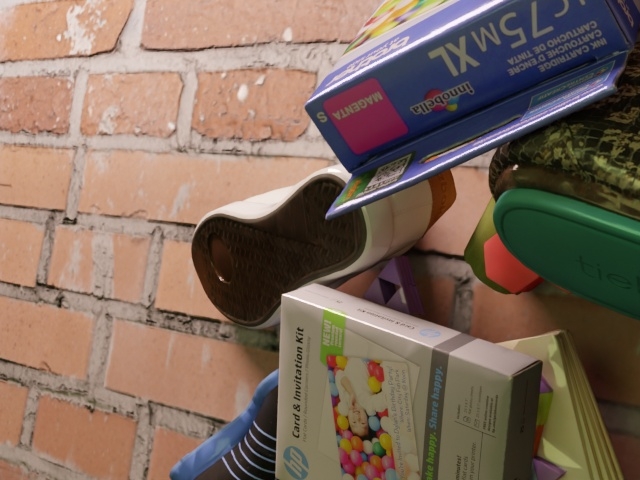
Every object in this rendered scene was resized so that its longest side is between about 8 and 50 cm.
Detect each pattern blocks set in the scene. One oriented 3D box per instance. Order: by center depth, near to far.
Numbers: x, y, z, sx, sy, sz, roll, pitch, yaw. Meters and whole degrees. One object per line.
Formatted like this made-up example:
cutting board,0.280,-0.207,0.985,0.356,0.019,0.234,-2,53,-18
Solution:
pattern blocks set,0.124,0.150,0.642,0.285,0.026,0.325,-37,71,39

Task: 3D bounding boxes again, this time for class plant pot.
plant pot,0.140,-0.007,0.684,0.083,0.083,0.079,56,128,31

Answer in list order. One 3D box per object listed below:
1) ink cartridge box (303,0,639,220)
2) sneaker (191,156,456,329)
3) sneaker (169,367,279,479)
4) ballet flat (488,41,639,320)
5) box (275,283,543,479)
ink cartridge box,0.106,-0.144,0.615,0.186,0.065,0.311,-22,26,34
sneaker,0.000,0.000,0.792,0.290,0.123,0.106,-17,93,56
sneaker,-0.027,0.168,0.785,0.232,0.081,0.090,-46,62,30
ballet flat,0.305,0.025,0.441,0.483,0.164,0.182,33,74,32
box,0.050,0.121,0.652,0.186,0.038,0.145,18,113,40
